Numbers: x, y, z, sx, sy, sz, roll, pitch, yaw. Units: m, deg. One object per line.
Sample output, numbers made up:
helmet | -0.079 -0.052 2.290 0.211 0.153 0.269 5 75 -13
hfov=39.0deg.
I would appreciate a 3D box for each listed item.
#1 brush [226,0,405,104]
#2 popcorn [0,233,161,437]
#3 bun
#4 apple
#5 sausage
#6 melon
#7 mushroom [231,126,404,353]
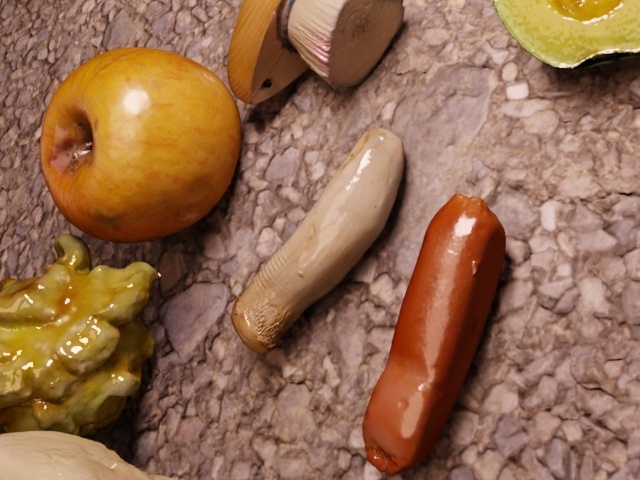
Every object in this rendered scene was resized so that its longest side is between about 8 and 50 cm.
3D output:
brush | -0.020 -0.290 1.315 0.166 0.174 0.266 46 110 27
popcorn | -0.389 0.175 1.333 0.336 0.279 0.274 -25 48 -24
bun | -0.317 0.381 1.201 0.361 0.361 0.213 -14 31 31
apple | -0.264 -0.144 1.374 0.299 0.275 0.298 -3 85 38
sausage | 0.140 0.115 1.094 0.097 0.094 0.348 13 83 51
melon | 0.344 -0.293 1.087 0.265 0.129 0.169 -6 92 30
mushroom | 0.000 0.000 1.236 0.351 0.095 0.123 -52 35 6
